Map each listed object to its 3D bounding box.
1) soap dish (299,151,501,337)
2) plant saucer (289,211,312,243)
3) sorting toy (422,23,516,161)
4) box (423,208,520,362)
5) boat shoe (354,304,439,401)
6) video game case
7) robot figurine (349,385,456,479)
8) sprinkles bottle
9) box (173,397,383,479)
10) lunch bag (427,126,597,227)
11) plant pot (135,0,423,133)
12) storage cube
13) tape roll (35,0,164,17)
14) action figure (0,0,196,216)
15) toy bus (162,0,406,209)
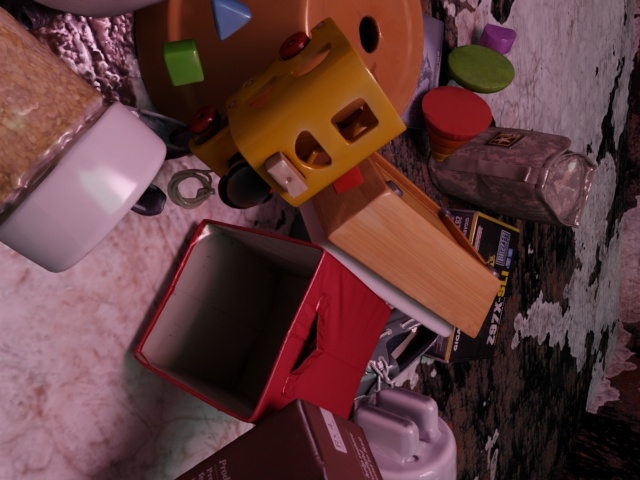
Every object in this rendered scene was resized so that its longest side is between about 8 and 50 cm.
[{"bbox_3d":[0.102,-0.016,0.706,0.291,0.229,0.118,34,111,-31],"label":"soap dish"},{"bbox_3d":[0.000,0.000,0.788,0.119,0.021,0.119,-14,110,-46],"label":"plant saucer"},{"bbox_3d":[0.283,-0.276,0.988,0.365,0.127,0.126,-57,167,-34],"label":"sorting toy"},{"bbox_3d":[0.345,0.108,1.166,0.257,0.079,0.322,13,89,-51],"label":"box"},{"bbox_3d":[0.096,0.202,0.886,0.319,0.099,0.116,-27,119,-42],"label":"boat shoe"},{"bbox_3d":[0.122,-0.292,0.855,0.274,0.026,0.196,-7,104,-47],"label":"video game case"},{"bbox_3d":[0.139,0.438,0.914,0.300,0.199,0.354,-25,117,-44],"label":"robot figurine"},{"bbox_3d":[-0.262,-0.129,0.288,0.355,0.121,0.121,43,66,-27],"label":"sprinkles bottle"},{"bbox_3d":[-0.107,0.336,0.476,0.381,0.191,0.143,-36,138,12],"label":"box"},{"bbox_3d":[0.383,-0.134,1.028,0.287,0.235,0.169,7,99,-50],"label":"lunch bag"},{"bbox_3d":[-0.022,-0.221,0.573,0.291,0.203,0.291,-13,108,-47],"label":"plant pot"},{"bbox_3d":[-0.057,0.110,0.609,0.193,0.215,0.184,42,67,-52],"label":"storage cube"},{"bbox_3d":[-0.188,-0.350,0.325,0.392,0.072,0.392,-7,90,-71],"label":"tape roll"},{"bbox_3d":[-0.248,-0.112,0.423,0.285,0.099,0.185,22,91,-45],"label":"action figure"},{"bbox_3d":[-0.031,-0.082,0.428,0.191,0.104,0.202,-1,129,-16],"label":"toy bus"}]
